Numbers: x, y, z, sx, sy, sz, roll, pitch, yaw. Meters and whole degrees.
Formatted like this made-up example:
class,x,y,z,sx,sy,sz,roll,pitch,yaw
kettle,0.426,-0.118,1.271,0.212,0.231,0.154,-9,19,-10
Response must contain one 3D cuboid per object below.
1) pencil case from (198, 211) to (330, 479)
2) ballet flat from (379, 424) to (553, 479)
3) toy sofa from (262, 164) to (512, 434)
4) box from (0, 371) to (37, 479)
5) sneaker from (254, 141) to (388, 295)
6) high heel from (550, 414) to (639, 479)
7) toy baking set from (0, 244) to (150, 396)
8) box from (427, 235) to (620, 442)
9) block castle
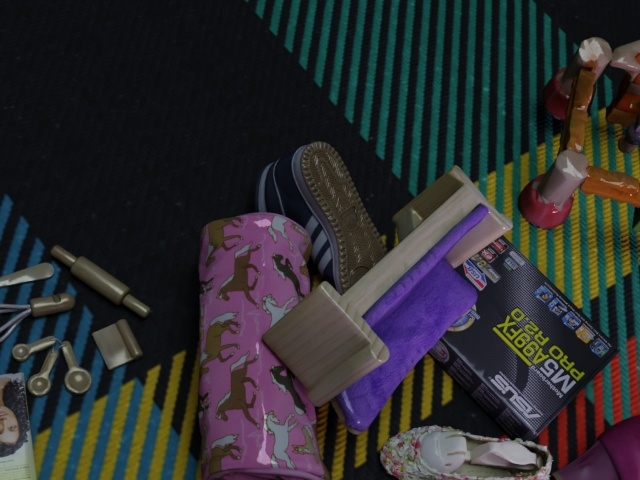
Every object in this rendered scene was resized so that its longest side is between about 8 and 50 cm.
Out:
class,x,y,z,sx,sy,sz,roll,pitch,yaw
pencil case,-0.078,0.148,1.383,0.160,0.167,0.386,-6,60,1
ballet flat,0.203,0.287,1.428,0.241,0.077,0.091,6,58,-12
toy sofa,0.111,0.070,1.363,0.177,0.150,0.362,49,45,2
box,-0.384,0.278,1.268,0.087,0.058,0.232,-7,62,-20
sneaker,0.000,0.000,1.547,0.099,0.153,0.282,-29,102,-38
high heel,0.480,0.406,1.378,0.181,0.127,0.377,-32,67,-4
toy baking set,-0.358,0.096,1.407,0.256,0.030,0.197,37,56,8
box,0.273,0.135,1.555,0.216,0.060,0.270,-35,73,-32
block castle,0.574,-0.123,1.726,0.453,0.213,0.303,15,67,1
